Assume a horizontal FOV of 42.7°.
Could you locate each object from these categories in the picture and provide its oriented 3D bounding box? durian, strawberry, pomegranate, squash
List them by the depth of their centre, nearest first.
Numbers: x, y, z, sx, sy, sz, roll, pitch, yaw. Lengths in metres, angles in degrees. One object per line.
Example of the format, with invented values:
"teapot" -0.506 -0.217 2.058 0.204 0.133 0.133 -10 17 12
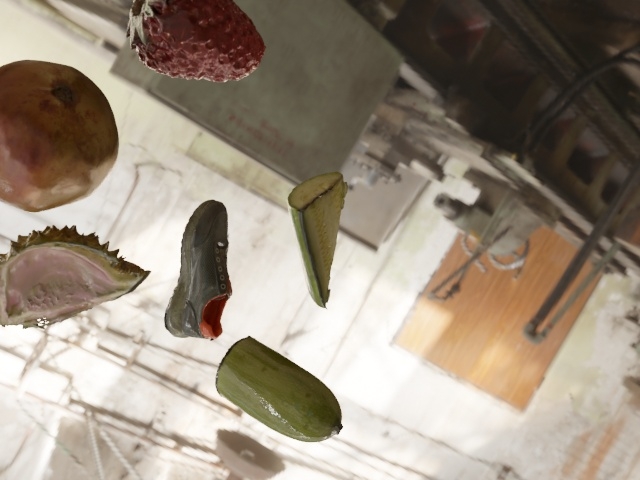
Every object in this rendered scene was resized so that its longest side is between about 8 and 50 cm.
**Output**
"pomegranate" -0.477 -0.170 1.387 0.229 0.270 0.252 -13 -105 -45
"strawberry" -0.211 -0.369 1.444 0.244 0.205 0.205 20 -173 -34
"durian" -0.488 0.041 1.493 0.304 0.186 0.196 -10 159 6
"squash" -0.065 0.287 1.521 0.247 0.133 0.132 25 180 28
"squash" 0.000 0.000 1.769 0.093 0.169 0.252 11 127 36

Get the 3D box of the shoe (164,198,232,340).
"shoe" -0.148 0.044 1.108 0.077 0.195 0.074 14 177 26
